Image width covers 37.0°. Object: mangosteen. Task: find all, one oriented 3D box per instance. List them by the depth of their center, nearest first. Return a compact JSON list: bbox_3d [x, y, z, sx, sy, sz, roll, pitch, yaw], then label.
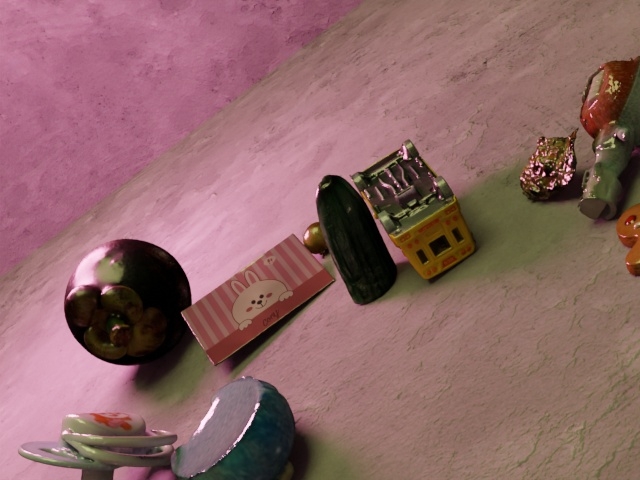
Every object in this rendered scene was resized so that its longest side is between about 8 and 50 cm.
[{"bbox_3d":[-0.453,0.142,2.163,0.296,0.297,0.313,-20,-9,38],"label":"mangosteen"}]

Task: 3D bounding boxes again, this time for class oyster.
[{"bbox_3d":[0.392,-0.127,1.645,0.177,0.056,0.106,139,139,-71],"label":"oyster"}]

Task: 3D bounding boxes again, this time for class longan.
[{"bbox_3d":[0.000,0.000,2.066,0.075,0.075,0.083,-27,66,27],"label":"longan"}]

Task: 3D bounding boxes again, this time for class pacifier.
[{"bbox_3d":[-0.390,0.428,1.706,0.244,0.299,0.233,9,90,40],"label":"pacifier"}]

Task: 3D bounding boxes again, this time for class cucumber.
[{"bbox_3d":[0.065,-0.010,1.755,0.115,0.244,0.063,-41,25,-26],"label":"cucumber"}]

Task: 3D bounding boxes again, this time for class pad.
[{"bbox_3d":[-0.135,0.117,1.993,0.299,0.005,0.202,-35,41,-7],"label":"pad"}]

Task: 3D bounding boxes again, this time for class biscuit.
[{"bbox_3d":[0.501,-0.011,1.344,0.165,0.036,0.250,-39,22,-3],"label":"biscuit"}]

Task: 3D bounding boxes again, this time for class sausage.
[{"bbox_3d":[-0.184,0.143,2.056,0.141,0.076,0.076,-49,24,-16],"label":"sausage"}]

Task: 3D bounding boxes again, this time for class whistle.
[{"bbox_3d":[0.485,-0.182,1.583,0.142,0.133,0.346,-34,26,53],"label":"whistle"}]

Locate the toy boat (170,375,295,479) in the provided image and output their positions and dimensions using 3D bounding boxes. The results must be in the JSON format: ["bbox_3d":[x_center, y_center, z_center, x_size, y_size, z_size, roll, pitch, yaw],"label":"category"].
[{"bbox_3d":[-0.130,0.343,1.586,0.215,0.123,0.330,-54,14,-23],"label":"toy boat"}]

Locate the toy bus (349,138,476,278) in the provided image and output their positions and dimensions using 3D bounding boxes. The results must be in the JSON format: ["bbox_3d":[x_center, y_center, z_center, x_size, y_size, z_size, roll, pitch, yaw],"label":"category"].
[{"bbox_3d":[0.173,-0.064,1.799,0.144,0.152,0.330,-32,25,3],"label":"toy bus"}]
